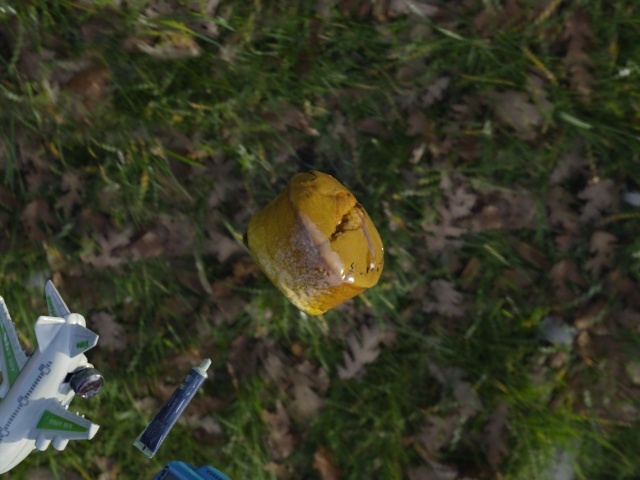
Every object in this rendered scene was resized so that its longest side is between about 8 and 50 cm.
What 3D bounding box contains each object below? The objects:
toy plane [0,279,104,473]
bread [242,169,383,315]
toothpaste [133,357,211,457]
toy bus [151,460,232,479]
[{"bbox_3d":[-0.340,0.185,1.510,0.101,0.251,0.255,4,121,-47],"label":"toy plane"},{"bbox_3d":[0.000,0.000,1.801,0.142,0.270,0.195,-37,91,14],"label":"bread"},{"bbox_3d":[-0.178,0.203,1.525,0.140,0.037,0.021,-54,141,-7],"label":"toothpaste"},{"bbox_3d":[-0.076,0.263,1.019,0.106,0.185,0.090,-56,151,-6],"label":"toy bus"}]
